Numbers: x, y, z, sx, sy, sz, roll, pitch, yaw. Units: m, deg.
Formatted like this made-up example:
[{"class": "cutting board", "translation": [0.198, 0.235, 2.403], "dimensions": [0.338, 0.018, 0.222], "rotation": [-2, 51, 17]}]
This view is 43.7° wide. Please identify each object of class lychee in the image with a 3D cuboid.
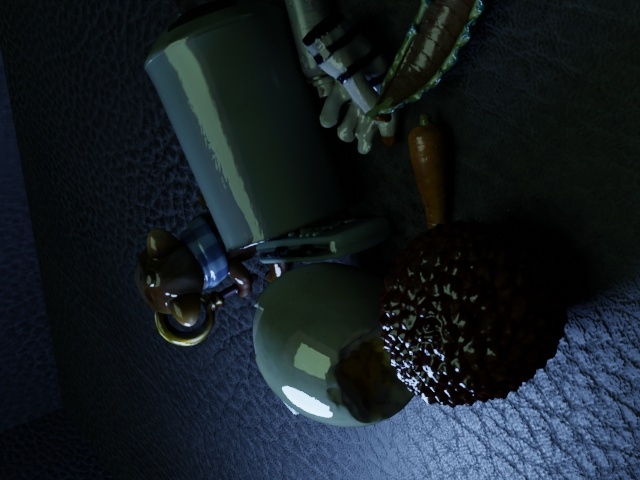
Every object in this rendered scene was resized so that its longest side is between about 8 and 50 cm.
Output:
[{"class": "lychee", "translation": [0.216, 0.094, 1.125], "dimensions": [0.264, 0.300, 0.264], "rotation": [29, 164, 9]}]

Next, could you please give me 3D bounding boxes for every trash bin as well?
[{"class": "trash bin", "translation": [-0.133, -0.219, 1.450], "dimensions": [0.280, 0.280, 0.432], "rotation": [-15, 97, 57]}]

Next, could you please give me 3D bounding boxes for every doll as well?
[{"class": "doll", "translation": [-0.239, 0.036, 1.707], "dimensions": [0.209, 0.340, 0.318], "rotation": [-5, 114, 53]}]

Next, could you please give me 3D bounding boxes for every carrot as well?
[{"class": "carrot", "translation": [0.177, -0.074, 1.260], "dimensions": [0.061, 0.061, 0.257], "rotation": [19, 124, 51]}]

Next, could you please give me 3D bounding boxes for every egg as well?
[{"class": "egg", "translation": [0.016, 0.176, 1.422], "dimensions": [0.336, 0.278, 0.278], "rotation": [20, 122, 54]}]

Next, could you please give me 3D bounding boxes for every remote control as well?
[{"class": "remote control", "translation": [0.000, 0.000, 1.481], "dimensions": [0.296, 0.140, 0.056], "rotation": [-6, 105, 57]}]

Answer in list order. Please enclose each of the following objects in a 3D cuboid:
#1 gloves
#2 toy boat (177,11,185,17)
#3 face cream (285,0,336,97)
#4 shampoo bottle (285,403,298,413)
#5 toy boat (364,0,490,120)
[{"class": "gloves", "translation": [0.062, -0.254, 1.298], "dimensions": [0.219, 0.131, 0.140], "rotation": [47, 151, -20]}, {"class": "toy boat", "translation": [-0.311, -0.440, 1.787], "dimensions": [0.059, 0.066, 0.140], "rotation": [42, 139, 32]}, {"class": "face cream", "translation": [-0.011, -0.362, 1.374], "dimensions": [0.075, 0.075, 0.229], "rotation": [-3, 104, 56]}, {"class": "shampoo bottle", "translation": [-0.074, 0.348, 1.858], "dimensions": [0.099, 0.043, 0.072], "rotation": [39, 136, 39]}, {"class": "toy boat", "translation": [0.160, -0.288, 1.142], "dimensions": [0.108, 0.099, 0.293], "rotation": [54, 136, 24]}]
